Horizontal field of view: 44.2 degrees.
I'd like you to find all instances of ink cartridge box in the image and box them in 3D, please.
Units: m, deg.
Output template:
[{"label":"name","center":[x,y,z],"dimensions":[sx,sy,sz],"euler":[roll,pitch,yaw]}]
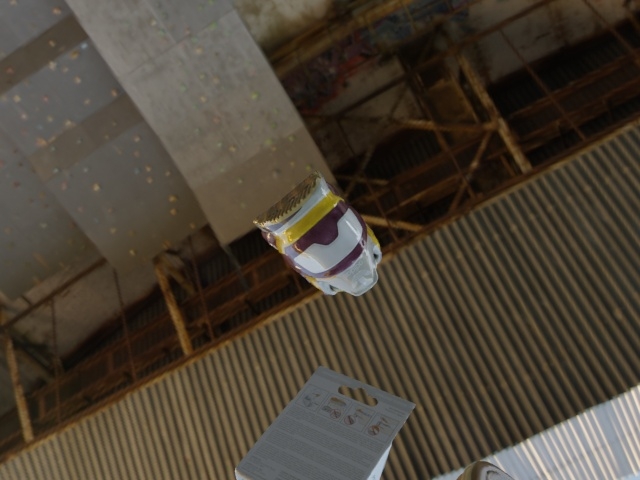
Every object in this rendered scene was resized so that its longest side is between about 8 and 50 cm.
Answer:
[{"label":"ink cartridge box","center":[0.013,0.317,1.207],"dimensions":[0.189,0.066,0.232],"euler":[17,-138,30]}]

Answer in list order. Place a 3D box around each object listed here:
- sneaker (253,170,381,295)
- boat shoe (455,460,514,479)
[{"label":"sneaker","center":[0.000,0.000,0.575],"dimensions":[0.070,0.084,0.185],"euler":[-38,-175,4]},{"label":"boat shoe","center":[0.215,0.396,0.859],"dimensions":[0.110,0.341,0.121],"euler":[-24,-168,29]}]
